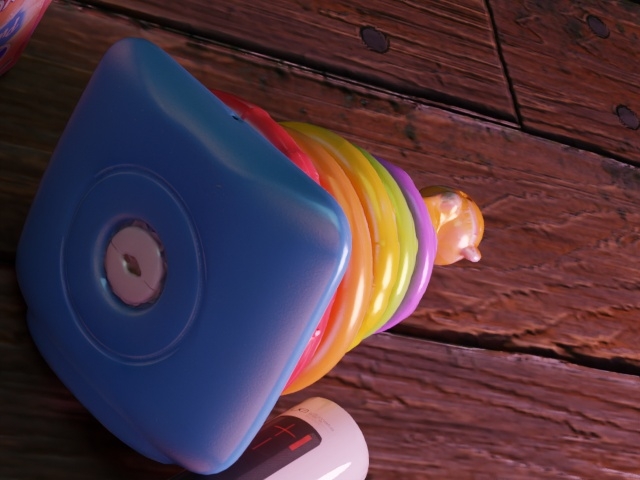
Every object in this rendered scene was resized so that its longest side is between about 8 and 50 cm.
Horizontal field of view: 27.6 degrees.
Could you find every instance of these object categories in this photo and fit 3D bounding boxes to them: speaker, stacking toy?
[{"bbox_3d":[-0.038,0.127,0.642,0.136,0.055,0.055,-24,74,-44],"label":"speaker"},{"bbox_3d":[0.000,0.000,0.716,0.175,0.166,0.302,41,27,26],"label":"stacking toy"}]

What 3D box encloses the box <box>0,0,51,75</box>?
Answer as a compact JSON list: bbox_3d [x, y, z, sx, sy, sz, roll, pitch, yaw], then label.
[{"bbox_3d":[-0.282,-0.194,0.641,0.300,0.142,0.154,41,43,-2],"label":"box"}]
